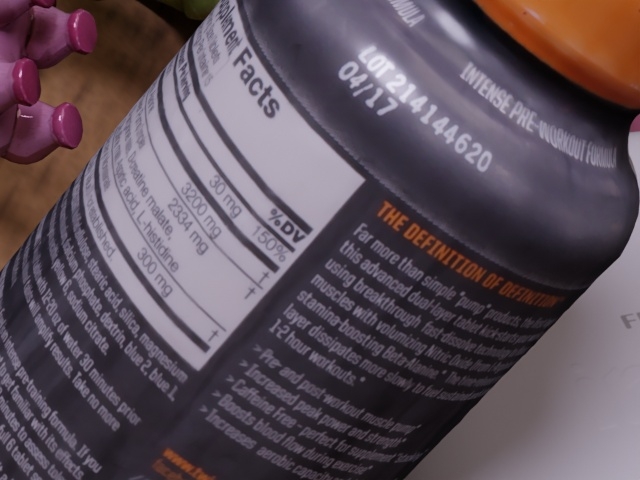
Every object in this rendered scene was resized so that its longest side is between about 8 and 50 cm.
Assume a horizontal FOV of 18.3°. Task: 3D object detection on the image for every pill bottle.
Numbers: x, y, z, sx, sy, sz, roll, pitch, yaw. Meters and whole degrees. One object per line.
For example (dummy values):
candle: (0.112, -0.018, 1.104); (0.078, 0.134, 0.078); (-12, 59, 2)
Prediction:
pill bottle: (0.000, 0.000, 0.562); (0.130, 0.246, 0.130); (36, 22, -17)

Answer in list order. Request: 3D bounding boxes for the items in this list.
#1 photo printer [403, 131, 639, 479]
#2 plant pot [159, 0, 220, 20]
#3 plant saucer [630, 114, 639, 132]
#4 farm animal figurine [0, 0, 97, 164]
photo printer: (0.126, 0.073, 0.683); (0.256, 0.107, 0.307); (-8, 39, -11)
plant pot: (0.007, -0.233, 0.993); (0.254, 0.276, 0.276); (-27, 67, -38)
plant saucer: (0.275, -0.039, 1.349); (0.332, 0.084, 0.332); (35, 23, -17)
farm animal figurine: (-0.173, -0.180, 0.704); (0.330, 0.172, 0.327); (-31, 116, -68)
